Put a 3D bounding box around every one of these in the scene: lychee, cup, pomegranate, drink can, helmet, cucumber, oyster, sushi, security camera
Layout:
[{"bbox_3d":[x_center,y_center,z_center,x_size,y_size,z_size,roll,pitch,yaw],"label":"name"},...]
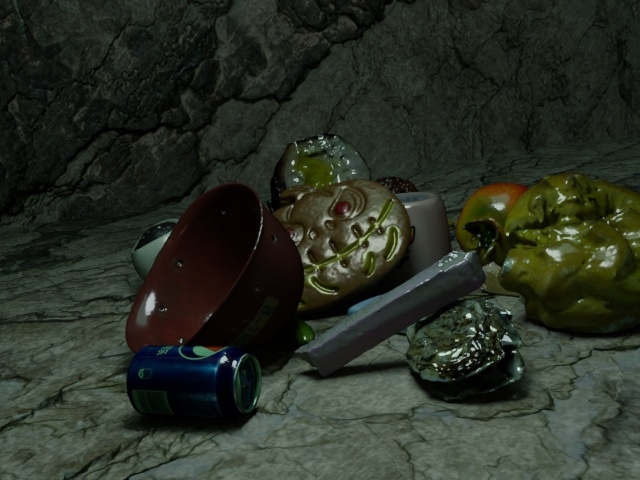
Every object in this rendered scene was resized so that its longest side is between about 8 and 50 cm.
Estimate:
[{"bbox_3d":[0.211,-0.103,2.400,0.200,0.200,0.238,-12,-9,-20],"label":"lychee"},{"bbox_3d":[0.191,-0.006,1.943,0.253,0.200,0.191,0,14,30],"label":"cup"},{"bbox_3d":[0.413,-0.024,1.849,0.221,0.220,0.257,3,6,38],"label":"pomegranate"},{"bbox_3d":[-0.205,0.228,1.296,0.205,0.118,0.118,-1,14,20],"label":"drink can"},{"bbox_3d":[-0.169,0.099,1.553,0.230,0.385,0.337,32,12,-34],"label":"helmet"},{"bbox_3d":[-0.066,0.171,1.622,0.056,0.056,0.250,-12,16,-23],"label":"cucumber"},{"bbox_3d":[0.236,0.179,1.339,0.198,0.112,0.267,-26,18,9],"label":"oyster"},{"bbox_3d":[-0.009,-0.128,2.297,0.281,0.299,0.294,6,-10,-13],"label":"sushi"},{"bbox_3d":[-0.380,0.036,2.122,0.236,0.194,0.194,-10,12,7],"label":"security camera"}]

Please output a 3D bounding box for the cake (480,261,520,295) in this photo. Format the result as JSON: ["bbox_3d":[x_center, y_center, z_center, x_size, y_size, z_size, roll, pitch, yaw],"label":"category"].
[{"bbox_3d":[0.405,0.090,1.731,0.121,0.065,0.052,13,25,40],"label":"cake"}]

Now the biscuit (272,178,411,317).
[{"bbox_3d":[-0.003,-0.005,1.805,0.394,0.070,0.350,-32,55,-4],"label":"biscuit"}]

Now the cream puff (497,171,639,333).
[{"bbox_3d":[0.510,0.007,1.544,0.378,0.275,0.378,-4,13,1],"label":"cream puff"}]

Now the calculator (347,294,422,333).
[{"bbox_3d":[0.151,0.149,1.637,0.121,0.039,0.210,-16,15,-43],"label":"calculator"}]

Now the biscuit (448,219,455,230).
[{"bbox_3d":[0.366,-0.044,2.426,0.084,0.023,0.084,-6,12,1],"label":"biscuit"}]

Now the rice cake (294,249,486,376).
[{"bbox_3d":[0.121,0.128,1.392,0.365,0.072,0.056,-30,17,5],"label":"rice cake"}]
